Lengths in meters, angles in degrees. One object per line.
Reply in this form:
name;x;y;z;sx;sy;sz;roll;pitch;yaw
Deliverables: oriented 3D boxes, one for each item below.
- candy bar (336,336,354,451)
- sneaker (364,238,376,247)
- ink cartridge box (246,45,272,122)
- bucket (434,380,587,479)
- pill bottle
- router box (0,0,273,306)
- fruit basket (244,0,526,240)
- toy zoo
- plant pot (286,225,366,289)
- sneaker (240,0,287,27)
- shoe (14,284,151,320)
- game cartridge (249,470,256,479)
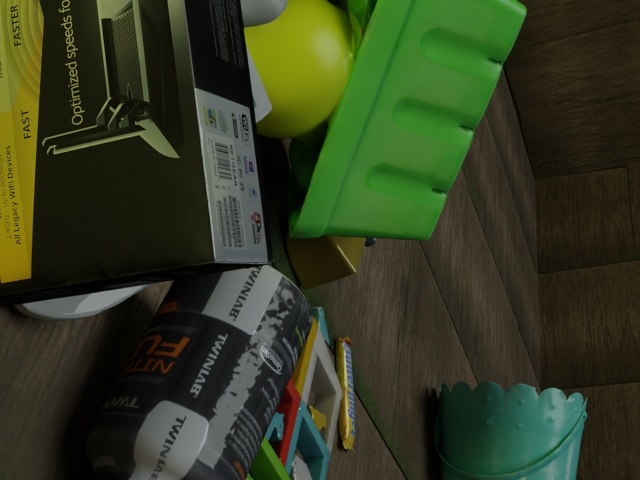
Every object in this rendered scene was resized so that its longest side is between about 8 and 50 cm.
candy bar;0.035;0.212;1.292;0.040;0.018;0.161;37;49;-62
sneaker;0.048;-0.087;1.346;0.094;0.091;0.258;52;33;-53
ink cartridge box;-0.153;-0.157;0.781;0.181;0.056;0.224;-43;131;-26
bucket;0.345;0.366;1.699;0.281;0.281;0.183;36;57;-62
pill bottle;-0.105;0.138;0.758;0.130;0.130;0.245;63;39;-40
router box;-0.171;-0.118;0.566;0.081;0.243;0.308;5;77;-69
fruit basket;0.003;-0.197;1.058;0.283;0.392;0.392;-96;169;-67
toy zoo;-0.034;0.174;0.959;0.293;0.030;0.192;-76;150;-48
plant pot;0.000;0.000;1.207;0.083;0.082;0.081;58;29;-26
sneaker;-0.128;-0.144;0.701;0.235;0.094;0.153;-1;74;-32
shoe;-0.177;0.024;0.750;0.178;0.081;0.063;-23;91;-40
game cartridge;-0.080;0.296;0.901;0.198;0.062;0.297;24;59;-71
